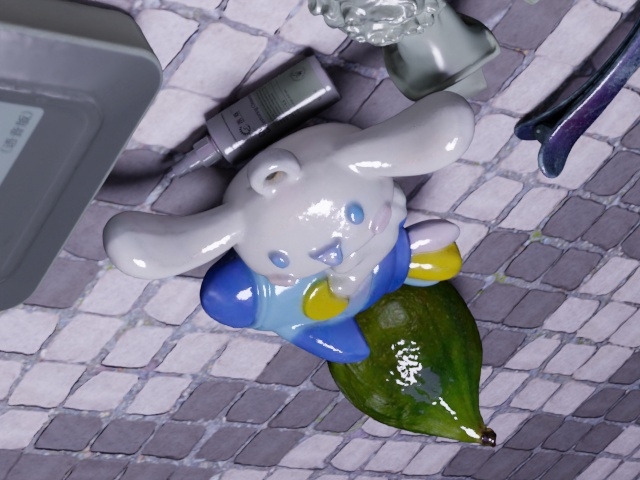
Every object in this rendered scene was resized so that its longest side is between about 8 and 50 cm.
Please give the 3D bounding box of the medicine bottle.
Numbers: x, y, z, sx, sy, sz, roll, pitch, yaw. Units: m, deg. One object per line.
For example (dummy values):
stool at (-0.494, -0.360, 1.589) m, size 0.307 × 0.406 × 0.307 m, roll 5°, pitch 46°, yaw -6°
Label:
medicine bottle at (-0.075, -0.118, 1.659) m, size 0.199 × 0.057 × 0.057 m, roll -31°, pitch 145°, yaw 5°

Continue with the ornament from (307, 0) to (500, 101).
ornament at (0.099, -0.215, 1.604) m, size 0.130 × 0.120 × 0.285 m, roll -39°, pitch 145°, yaw 12°

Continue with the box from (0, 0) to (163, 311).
box at (-0.372, -0.077, 1.479) m, size 0.373 × 0.090 × 0.367 m, roll 5°, pitch 132°, yaw -40°

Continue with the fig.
fig at (0.127, 0.173, 2.010) m, size 0.203 × 0.235 × 0.203 m, roll -21°, pitch 149°, yaw -14°

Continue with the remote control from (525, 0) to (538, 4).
remote control at (0.182, -0.315, 1.607) m, size 0.098 × 0.038 × 0.233 m, roll -44°, pitch 143°, yaw 21°

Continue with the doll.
doll at (0.000, 0.008, 1.706) m, size 0.376 × 0.187 × 0.365 m, roll -5°, pitch 153°, yaw 12°

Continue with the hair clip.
hair clip at (0.332, -0.194, 1.832) m, size 0.048 × 0.083 × 0.275 m, roll 22°, pitch 119°, yaw -36°
